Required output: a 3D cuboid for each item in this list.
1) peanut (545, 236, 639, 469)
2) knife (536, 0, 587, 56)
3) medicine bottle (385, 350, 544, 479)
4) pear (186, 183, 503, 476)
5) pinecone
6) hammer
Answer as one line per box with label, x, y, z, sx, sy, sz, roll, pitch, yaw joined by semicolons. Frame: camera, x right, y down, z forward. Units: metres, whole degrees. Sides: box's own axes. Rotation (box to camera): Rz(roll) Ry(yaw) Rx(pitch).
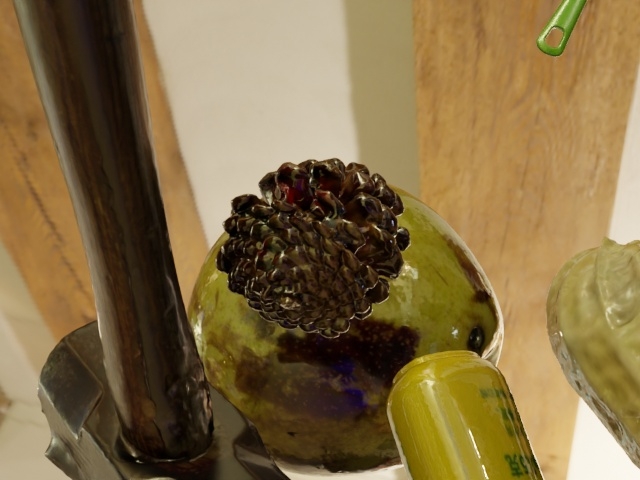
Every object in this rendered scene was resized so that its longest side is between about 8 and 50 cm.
peanut;0.313;0.114;0.989;0.158;0.340;0.174;26;-66;-40
knife;0.271;-0.259;1.200;0.078;0.166;0.022;29;4;8
medicine bottle;0.099;0.180;0.562;0.064;0.260;0.095;-23;-23;11
pear;0.020;0.082;1.052;0.284;0.283;0.283;12;-35;9
pinecone;0.001;0.004;0.645;0.102;0.109;0.102;5;-80;33
hammer;-0.102;0.016;0.604;0.242;0.095;0.408;36;-35;44
